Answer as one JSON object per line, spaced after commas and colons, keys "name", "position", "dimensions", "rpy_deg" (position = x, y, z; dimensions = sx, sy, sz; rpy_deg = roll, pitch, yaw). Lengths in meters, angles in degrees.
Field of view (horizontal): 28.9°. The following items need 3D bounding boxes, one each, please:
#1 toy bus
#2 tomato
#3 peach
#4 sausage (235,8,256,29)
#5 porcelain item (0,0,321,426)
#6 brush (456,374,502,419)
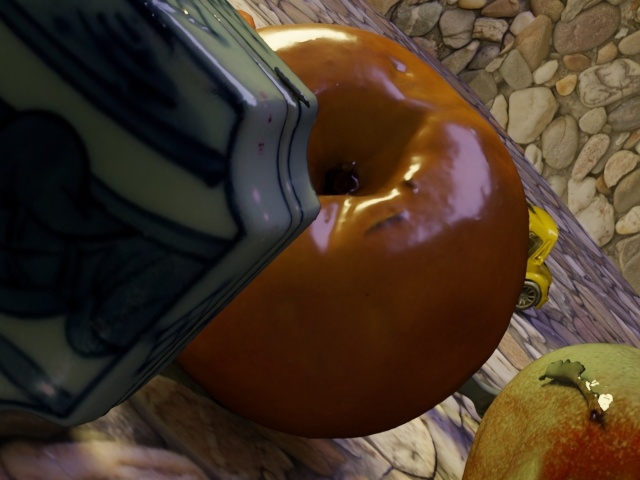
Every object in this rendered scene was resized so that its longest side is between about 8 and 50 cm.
{"name": "toy bus", "position": [0.284, -0.031, 2.090], "dimensions": [0.330, 0.152, 0.144], "rpy_deg": [39, 16, -23]}
{"name": "tomato", "position": [0.283, 0.231, 1.173], "dimensions": [0.303, 0.239, 0.303], "rpy_deg": [16, 14, -4]}
{"name": "peach", "position": [0.000, 0.000, 1.019], "dimensions": [0.343, 0.342, 0.302], "rpy_deg": [50, -27, 16]}
{"name": "sausage", "position": [-0.125, -0.226, 1.640], "dimensions": [0.102, 0.102, 0.330], "rpy_deg": [39, 16, -22]}
{"name": "porcelain item", "position": [-0.163, -0.052, 0.760], "dimensions": [0.281, 0.286, 0.157], "rpy_deg": [49, 17, 6]}
{"name": "brush", "position": [0.205, 0.207, 1.461], "dimensions": [0.297, 0.068, 0.060], "rpy_deg": [35, 39, -42]}
